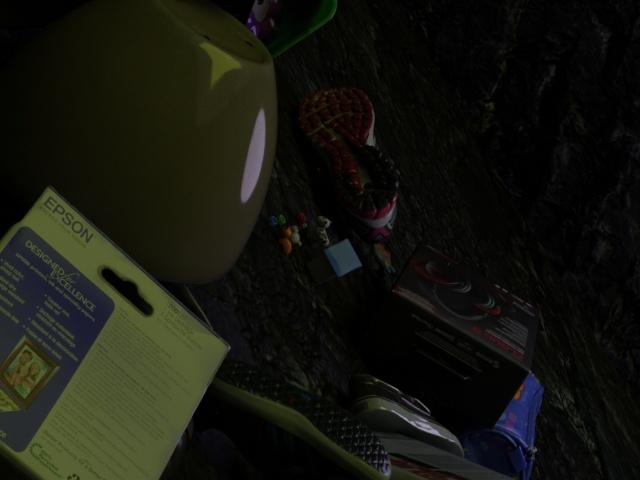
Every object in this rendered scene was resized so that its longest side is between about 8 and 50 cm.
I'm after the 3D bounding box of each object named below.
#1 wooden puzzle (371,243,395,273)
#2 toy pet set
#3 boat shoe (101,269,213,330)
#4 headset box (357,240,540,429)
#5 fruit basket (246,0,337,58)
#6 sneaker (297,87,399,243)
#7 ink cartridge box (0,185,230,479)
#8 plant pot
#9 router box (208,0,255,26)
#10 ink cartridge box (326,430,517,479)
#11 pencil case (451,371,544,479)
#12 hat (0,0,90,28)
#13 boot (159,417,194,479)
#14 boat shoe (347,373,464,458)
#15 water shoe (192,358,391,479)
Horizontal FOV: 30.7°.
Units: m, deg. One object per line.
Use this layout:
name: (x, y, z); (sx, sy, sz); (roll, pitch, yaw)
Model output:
wooden puzzle: (0.098, 0.021, 1.884); (0.083, 0.006, 0.049); (48, 22, -30)
toy pet set: (0.000, 0.000, 1.583); (0.114, 0.065, 0.122); (61, 20, 5)
boat shoe: (-0.175, 0.013, 1.113); (0.226, 0.076, 0.083); (59, 19, -3)
headset box: (0.189, 0.132, 1.666); (0.218, 0.110, 0.293); (31, 20, 5)
fruit basket: (-0.182, -0.353, 1.396); (0.392, 0.283, 0.392); (56, 2, -3)
sneaker: (0.040, -0.125, 1.826); (0.112, 0.121, 0.299); (83, -6, -52)
ink cartridge box: (-0.188, 0.095, 0.883); (0.206, 0.045, 0.208); (44, 44, -17)
plant pot: (-0.148, -0.123, 1.070); (0.284, 0.191, 0.284); (32, 21, -14)
router box: (-0.089, -0.359, 1.183); (0.243, 0.081, 0.309); (129, -29, -69)
ink cartridge box: (0.118, 0.306, 1.260); (0.272, 0.130, 0.309); (18, -2, 30)
pencil case: (0.262, 0.276, 1.724); (0.306, 0.133, 0.119); (-45, 123, -70)
hat: (-0.294, -0.276, 1.115); (0.331, 0.331, 0.134); (-58, 159, -68)
boot: (-0.179, 0.117, 0.947); (0.219, 0.082, 0.106); (55, 17, -20)
boat shoe: (0.113, 0.234, 1.505); (0.219, 0.078, 0.070); (39, 29, -41)
water shoe: (-0.029, 0.189, 1.127); (0.203, 0.080, 0.073); (31, 24, 1)
